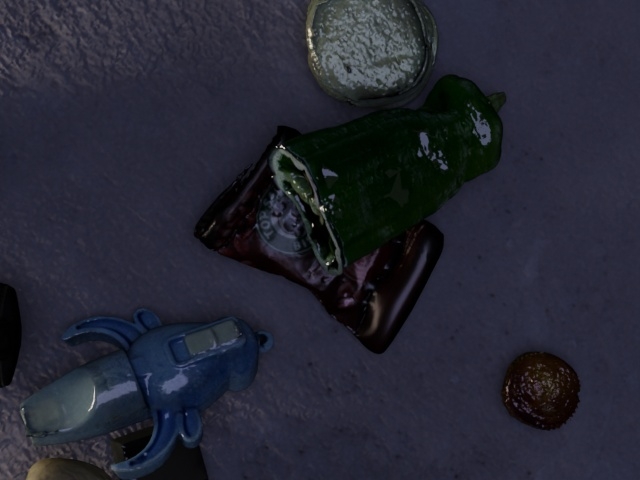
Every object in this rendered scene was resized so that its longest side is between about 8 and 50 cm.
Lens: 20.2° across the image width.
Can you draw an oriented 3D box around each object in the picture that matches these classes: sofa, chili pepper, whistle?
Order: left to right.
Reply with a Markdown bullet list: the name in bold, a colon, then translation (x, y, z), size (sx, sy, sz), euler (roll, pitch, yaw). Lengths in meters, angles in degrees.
- **whistle**: translation (-0.173, 0.143, 1.823), size (0.269, 0.093, 0.180), euler (-19, 61, -10)
- **sofa**: translation (-0.158, 0.265, 1.866), size (0.085, 0.060, 0.147), euler (-17, 94, -20)
- **chili pepper**: translation (0.087, -0.086, 1.806), size (0.270, 0.099, 0.136), euler (-29, 80, -31)

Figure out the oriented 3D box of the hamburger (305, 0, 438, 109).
- **hamburger**: translation (0.053, -0.201, 1.853), size (0.140, 0.062, 0.133), euler (6, 91, -2)

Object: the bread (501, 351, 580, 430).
- **bread**: translation (0.231, 0.158, 1.883), size (0.085, 0.053, 0.085), euler (0, 92, -4)

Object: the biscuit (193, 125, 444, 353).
- **biscuit**: translation (0.004, -0.005, 1.855), size (0.235, 0.063, 0.151), euler (33, 90, -12)

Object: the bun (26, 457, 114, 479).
- **bun**: translation (-0.245, 0.315, 1.786), size (0.128, 0.193, 0.178), euler (8, 102, -5)

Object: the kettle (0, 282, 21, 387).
- **kettle**: translation (-0.412, 0.086, 1.765), size (0.232, 0.202, 0.144), euler (1, 85, -2)
